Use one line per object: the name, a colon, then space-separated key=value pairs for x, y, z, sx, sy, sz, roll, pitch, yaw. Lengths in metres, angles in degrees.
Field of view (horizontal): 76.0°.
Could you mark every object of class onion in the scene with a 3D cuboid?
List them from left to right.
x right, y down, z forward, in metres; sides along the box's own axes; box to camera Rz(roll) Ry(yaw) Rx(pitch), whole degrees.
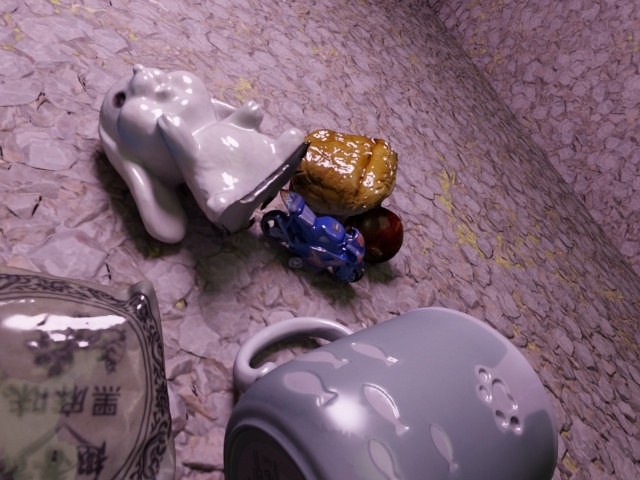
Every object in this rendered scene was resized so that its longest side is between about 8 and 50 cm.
onion: x=0.102 y=-0.013 z=0.779 sx=0.117 sy=0.118 sz=0.118 roll=22 pitch=45 yaw=-28

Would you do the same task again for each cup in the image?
cup: x=0.031 y=0.204 z=0.462 sx=0.274 sy=0.259 sz=0.356 roll=-9 pitch=31 yaw=-42

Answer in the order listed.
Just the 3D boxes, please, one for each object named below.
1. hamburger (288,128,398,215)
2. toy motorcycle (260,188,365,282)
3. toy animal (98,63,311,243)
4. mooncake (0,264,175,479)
hamburger: x=0.036 y=-0.130 z=0.755 sx=0.206 sy=0.130 sz=0.183 roll=7 pitch=49 yaw=20
toy motorcycle: x=0.000 y=0.000 z=0.679 sx=0.205 sy=0.114 sz=0.076 roll=33 pitch=43 yaw=-13
toy animal: x=-0.175 y=-0.133 z=0.617 sx=0.249 sy=0.174 sz=0.289 roll=-24 pitch=74 yaw=-34
mooncake: x=-0.256 y=0.138 z=0.348 sx=0.254 sy=0.136 sz=0.250 roll=8 pitch=56 yaw=-33
